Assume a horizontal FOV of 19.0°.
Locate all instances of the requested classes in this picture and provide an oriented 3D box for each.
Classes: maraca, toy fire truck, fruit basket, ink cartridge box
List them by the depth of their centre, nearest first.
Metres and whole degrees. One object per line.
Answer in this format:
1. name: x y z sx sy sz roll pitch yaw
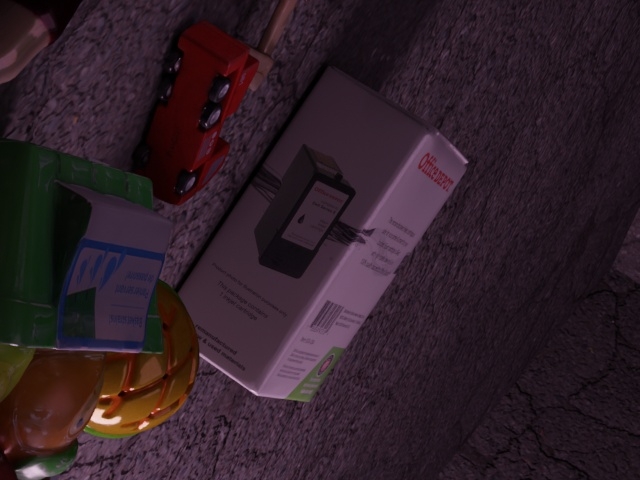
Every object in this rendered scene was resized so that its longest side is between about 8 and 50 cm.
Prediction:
1. fruit basket: -0.195 0.113 1.086 0.327 0.165 0.353 18 77 -74
2. toy fire truck: -0.062 -0.127 1.381 0.135 0.047 0.192 -40 159 -49
3. maraca: -0.157 0.078 1.428 0.127 0.099 0.185 -61 141 -14
4. ink cartridge box: 0.000 0.000 1.701 0.273 0.115 0.198 -56 165 2

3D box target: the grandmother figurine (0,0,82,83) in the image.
1. grandmother figurine: -0.162 -0.127 0.772 0.342 0.208 0.104 -33 158 -5
